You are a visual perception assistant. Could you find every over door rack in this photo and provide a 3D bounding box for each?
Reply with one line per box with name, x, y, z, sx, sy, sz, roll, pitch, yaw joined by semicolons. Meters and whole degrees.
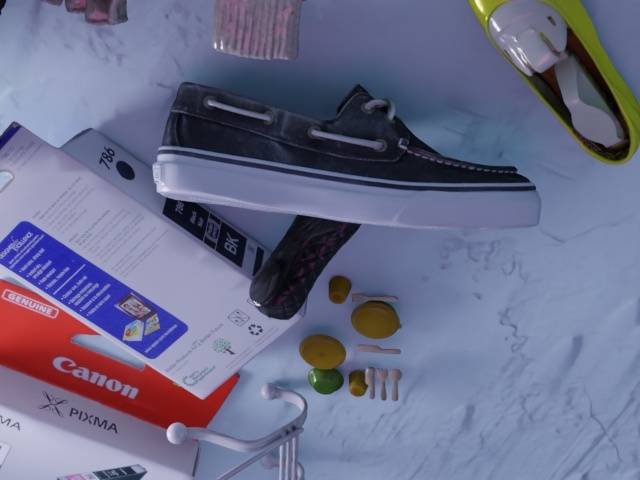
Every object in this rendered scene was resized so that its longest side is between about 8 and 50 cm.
over door rack;-0.139;0.314;1.535;0.108;0.324;0.239;27;137;27

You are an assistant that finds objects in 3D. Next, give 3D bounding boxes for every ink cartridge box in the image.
ink cartridge box;-0.254;0.185;1.584;0.275;0.060;0.239;23;130;-12
ink cartridge box;-0.188;0.010;1.428;0.333;0.065;0.165;36;125;-23

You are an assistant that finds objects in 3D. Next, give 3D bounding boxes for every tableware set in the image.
tableware set;0.030;0.099;1.504;0.104;0.024;0.154;3;131;8

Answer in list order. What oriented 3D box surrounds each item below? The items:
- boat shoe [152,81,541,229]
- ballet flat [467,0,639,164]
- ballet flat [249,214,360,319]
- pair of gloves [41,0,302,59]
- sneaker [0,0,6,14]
boat shoe;0.025;-0.075;1.288;0.335;0.121;0.119;7;90;1
ballet flat;0.195;-0.148;1.240;0.077;0.077;0.231;-28;121;27
ballet flat;0.000;0.000;1.385;0.173;0.057;0.049;-49;137;10
pair of gloves;-0.115;-0.251;1.189;0.240;0.042;0.204;14;118;-3
sneaker;-0.362;-0.198;1.230;0.182;0.158;0.410;27;119;23
